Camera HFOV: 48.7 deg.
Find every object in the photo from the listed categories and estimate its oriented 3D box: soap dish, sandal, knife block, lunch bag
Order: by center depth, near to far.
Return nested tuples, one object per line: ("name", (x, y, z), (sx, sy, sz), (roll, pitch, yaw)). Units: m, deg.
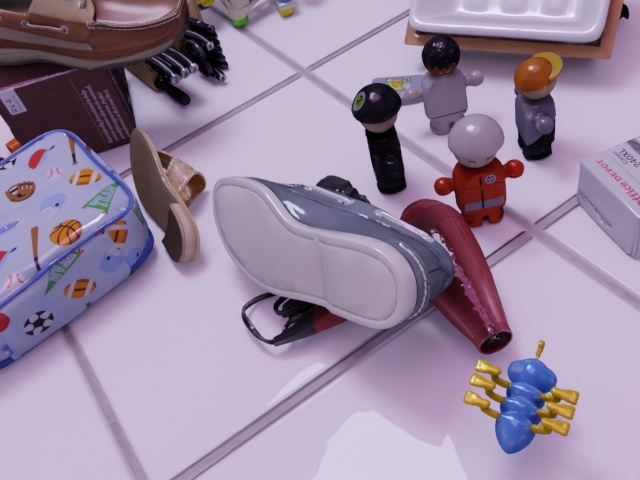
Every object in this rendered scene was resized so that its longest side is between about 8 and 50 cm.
("lunch bag", (-0.374, -0.001, 0.890), (0.303, 0.115, 0.243), (-39, 57, -20))
("sandal", (-0.188, -0.062, 0.953), (0.079, 0.088, 0.240), (-4, 44, -32))
("soap dish", (0.281, -0.371, 0.991), (0.290, 0.118, 0.229), (13, 93, 26))
("knife block", (-0.288, -0.314, 1.197), (0.275, 0.088, 0.242), (-3, 46, 14))

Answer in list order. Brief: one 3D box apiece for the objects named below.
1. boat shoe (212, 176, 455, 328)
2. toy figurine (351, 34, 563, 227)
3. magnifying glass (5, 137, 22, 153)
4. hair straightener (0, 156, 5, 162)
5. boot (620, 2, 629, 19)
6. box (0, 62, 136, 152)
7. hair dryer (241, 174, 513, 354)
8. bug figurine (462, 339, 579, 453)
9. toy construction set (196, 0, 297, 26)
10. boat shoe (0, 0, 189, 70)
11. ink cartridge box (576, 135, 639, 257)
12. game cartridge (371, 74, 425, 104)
("boat shoe", (0.000, 0.000, 0.748), (0.099, 0.116, 0.319), (-18, 28, -38))
("toy figurine", (0.166, -0.145, 0.850), (0.213, 0.148, 0.209), (26, 60, 36))
("magnifying glass", (-0.427, -0.218, 1.197), (0.092, 0.026, 0.231), (30, 60, 36))
("hair straightener", (-0.560, -0.139, 1.143), (0.230, 0.047, 0.089), (21, 57, 32))
("boot", (0.344, -0.358, 1.057), (0.197, 0.077, 0.137), (-16, 50, 3))
("box", (-0.399, -0.254, 1.094), (0.167, 0.168, 0.203), (-18, 56, -4))
("hair dryer", (0.075, 0.051, 0.766), (0.293, 0.080, 0.224), (15, 69, 36))
("bug figurine", (0.234, 0.204, 0.551), (0.279, 0.072, 0.216), (19, 62, 26))
("toy construction set", (-0.168, -0.518, 1.309), (0.215, 0.151, 0.328), (-28, 46, -11))
("boat shoe", (-0.344, -0.308, 0.946), (0.323, 0.120, 0.123), (-2, 56, 5))
("ink cartridge box", (0.374, -0.062, 0.766), (0.150, 0.063, 0.109), (-22, 45, -5))
("game cartridge", (0.112, -0.219, 1.033), (0.083, 0.017, 0.056), (-1, 51, 17))
